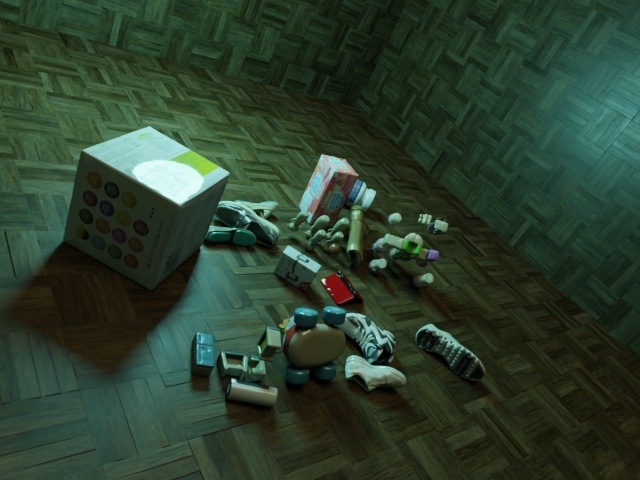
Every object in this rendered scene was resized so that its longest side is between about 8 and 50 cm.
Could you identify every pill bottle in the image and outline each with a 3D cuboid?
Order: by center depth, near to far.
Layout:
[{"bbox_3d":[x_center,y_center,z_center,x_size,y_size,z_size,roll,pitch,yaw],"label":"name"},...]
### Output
[{"bbox_3d":[0.152,-0.267,2.657,0.264,0.153,0.153,27,29,-3],"label":"pill bottle"}]

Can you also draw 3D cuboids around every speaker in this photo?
[{"bbox_3d":[-0.188,0.420,1.367,0.136,0.055,0.055,18,31,-18],"label":"speaker"}]

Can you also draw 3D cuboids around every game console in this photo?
[{"bbox_3d":[0.088,0.202,1.999,0.144,0.085,0.124,53,6,36],"label":"game console"}]

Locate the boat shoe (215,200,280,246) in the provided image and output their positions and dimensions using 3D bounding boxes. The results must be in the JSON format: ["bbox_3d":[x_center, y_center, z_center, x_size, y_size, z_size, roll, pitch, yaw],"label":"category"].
[{"bbox_3d":[-0.297,-0.063,1.995,0.285,0.103,0.092,30,23,-11],"label":"boat shoe"}]

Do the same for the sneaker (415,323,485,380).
[{"bbox_3d":[0.514,0.425,1.937,0.292,0.110,0.118,37,21,14],"label":"sneaker"}]

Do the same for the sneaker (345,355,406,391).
[{"bbox_3d":[0.177,0.457,1.627,0.212,0.080,0.094,19,41,-4],"label":"sneaker"}]

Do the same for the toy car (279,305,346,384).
[{"bbox_3d":[-0.063,0.301,1.577,0.210,0.219,0.238,3,9,-38],"label":"toy car"}]

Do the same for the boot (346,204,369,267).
[{"bbox_3d":[0.165,0.009,2.275,0.089,0.236,0.270,-6,50,15],"label":"boot"}]

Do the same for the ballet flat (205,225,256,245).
[{"bbox_3d":[-0.349,-0.026,1.920,0.213,0.072,0.068,6,28,-37],"label":"ballet flat"}]

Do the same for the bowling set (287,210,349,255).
[{"bbox_3d":[0.000,0.000,2.149,0.286,0.154,0.200,11,52,-31],"label":"bowling set"}]

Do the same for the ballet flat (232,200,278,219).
[{"bbox_3d":[-0.278,-0.122,2.142,0.248,0.086,0.086,-3,42,-42],"label":"ballet flat"}]

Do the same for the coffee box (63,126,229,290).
[{"bbox_3d":[-0.553,-0.115,1.603,0.334,0.338,0.338,30,29,2],"label":"coffee box"}]

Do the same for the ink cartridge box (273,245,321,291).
[{"bbox_3d":[-0.091,0.108,1.892,0.150,0.109,0.063,31,32,5],"label":"ink cartridge box"}]

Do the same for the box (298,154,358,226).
[{"bbox_3d":[0.032,-0.230,2.340,0.142,0.300,0.154,5,36,-33],"label":"box"}]

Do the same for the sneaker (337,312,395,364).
[{"bbox_3d":[0.162,0.353,1.740,0.235,0.094,0.153,34,19,-11],"label":"sneaker"}]

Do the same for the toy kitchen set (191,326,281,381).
[{"bbox_3d":[-0.239,0.292,1.409,0.207,0.166,0.122,15,32,-24],"label":"toy kitchen set"}]

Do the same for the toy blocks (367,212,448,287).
[{"bbox_3d":[0.385,0.041,2.283,0.288,0.309,0.260,18,-12,-5],"label":"toy blocks"}]
